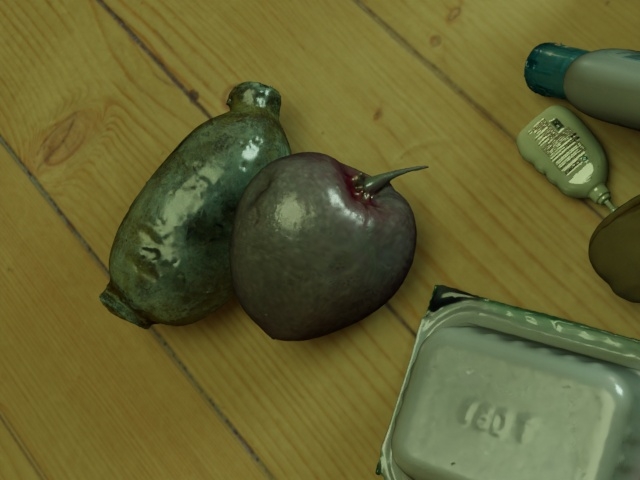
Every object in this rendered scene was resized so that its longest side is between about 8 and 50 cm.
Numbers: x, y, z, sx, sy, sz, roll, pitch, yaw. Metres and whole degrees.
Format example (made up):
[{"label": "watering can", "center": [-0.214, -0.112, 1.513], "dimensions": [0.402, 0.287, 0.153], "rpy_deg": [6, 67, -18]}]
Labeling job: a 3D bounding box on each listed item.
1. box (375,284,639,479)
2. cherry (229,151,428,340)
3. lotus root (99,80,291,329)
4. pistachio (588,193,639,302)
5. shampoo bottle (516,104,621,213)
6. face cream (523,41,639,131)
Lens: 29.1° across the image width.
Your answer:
[{"label": "box", "center": [0.213, 0.199, 1.317], "dimensions": [0.336, 0.106, 0.264], "rpy_deg": [14, 83, 29]}, {"label": "cherry", "center": [0.000, 0.000, 1.428], "dimensions": [0.266, 0.213, 0.183], "rpy_deg": [-59, 21, 11]}, {"label": "lotus root", "center": [-0.138, -0.038, 1.525], "dimensions": [0.175, 0.175, 0.349], "rpy_deg": [31, 89, 31]}, {"label": "pistachio", "center": [0.377, -0.007, 1.262], "dimensions": [0.226, 0.136, 0.136], "rpy_deg": [-29, 63, 44]}, {"label": "shampoo bottle", "center": [0.291, -0.081, 1.385], "dimensions": [0.077, 0.045, 0.152], "rpy_deg": [-42, 60, 9]}, {"label": "face cream", "center": [0.345, -0.155, 1.295], "dimensions": [0.336, 0.163, 0.080], "rpy_deg": [27, 111, 53]}]
